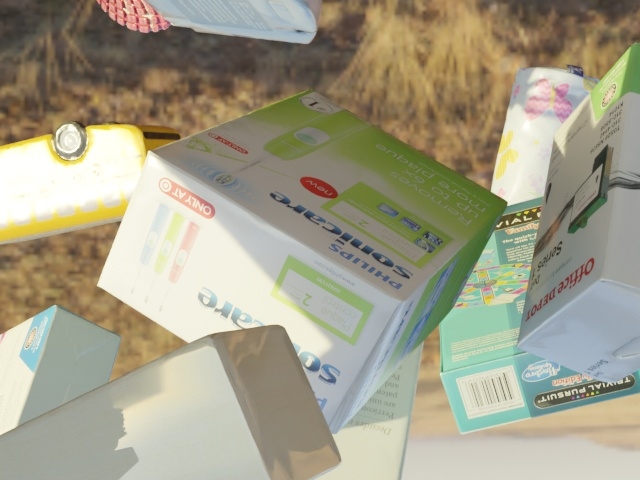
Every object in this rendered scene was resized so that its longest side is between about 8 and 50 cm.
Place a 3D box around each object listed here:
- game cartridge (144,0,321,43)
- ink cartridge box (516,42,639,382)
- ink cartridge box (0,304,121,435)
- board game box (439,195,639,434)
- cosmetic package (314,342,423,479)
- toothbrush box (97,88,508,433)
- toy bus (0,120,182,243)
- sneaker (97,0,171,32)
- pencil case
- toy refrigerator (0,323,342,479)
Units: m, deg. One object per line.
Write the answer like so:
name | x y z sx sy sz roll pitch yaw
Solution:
game cartridge | -0.101 -0.274 1.272 0.198 0.062 0.297 4 176 10
ink cartridge box | 0.242 -0.018 0.954 0.092 0.219 0.160 19 152 -7
ink cartridge box | -0.298 0.163 1.170 0.078 0.134 0.231 29 147 -28
board game box | 0.255 0.055 1.276 0.253 0.079 0.336 -15 -156 11
cosmetic package | 0.003 0.251 1.346 0.161 0.453 0.230 13 149 -1
toothbrush box | 0.000 0.000 0.928 0.206 0.122 0.283 31 -154 13
toy bus | -0.338 -0.076 1.532 0.332 0.130 0.108 -11 180 22
sneaker | -0.265 -0.384 1.577 0.112 0.299 0.121 -30 144 -22
pencil case | 0.310 -0.110 1.682 0.124 0.273 0.113 12 -177 -20
toy refrigerator | -0.133 0.143 0.642 0.269 0.094 0.102 -27 170 16
